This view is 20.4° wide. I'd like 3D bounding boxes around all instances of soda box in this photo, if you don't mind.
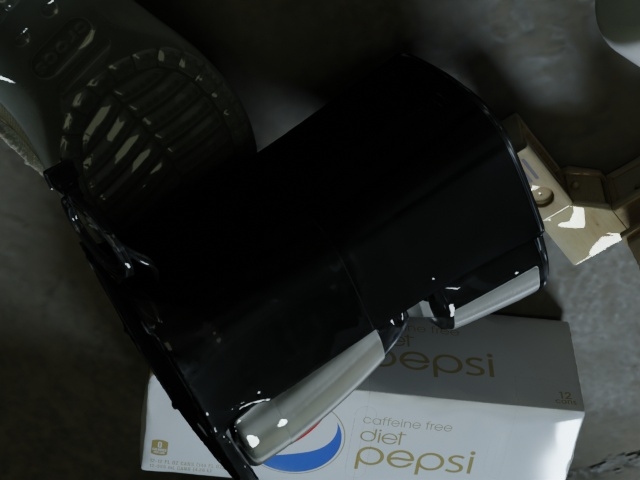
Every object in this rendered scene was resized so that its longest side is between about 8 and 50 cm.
[{"bbox_3d":[0.019,0.078,0.901,0.216,0.074,0.069,5,126,-4],"label":"soda box"}]

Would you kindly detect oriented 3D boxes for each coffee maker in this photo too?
[{"bbox_3d":[0.000,0.000,0.777,0.178,0.120,0.171,-35,149,-12],"label":"coffee maker"}]

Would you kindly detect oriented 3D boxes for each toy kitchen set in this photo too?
[{"bbox_3d":[0.136,-0.029,0.827,0.083,0.068,0.075,-31,121,20],"label":"toy kitchen set"}]

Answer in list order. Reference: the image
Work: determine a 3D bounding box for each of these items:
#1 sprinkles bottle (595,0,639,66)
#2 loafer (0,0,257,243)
[{"bbox_3d":[0.292,-0.055,0.778,0.355,0.121,0.121,27,121,-20],"label":"sprinkles bottle"},{"bbox_3d":[-0.114,-0.084,0.786,0.094,0.087,0.251,-40,132,-4],"label":"loafer"}]
